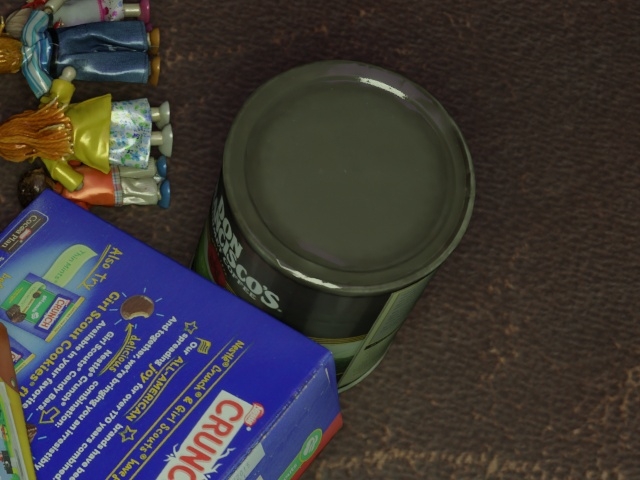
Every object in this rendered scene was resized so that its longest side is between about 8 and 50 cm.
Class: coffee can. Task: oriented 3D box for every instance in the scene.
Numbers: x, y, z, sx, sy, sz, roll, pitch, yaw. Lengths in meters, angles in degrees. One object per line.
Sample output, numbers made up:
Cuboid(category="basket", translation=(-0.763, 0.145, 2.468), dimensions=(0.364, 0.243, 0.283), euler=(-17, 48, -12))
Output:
Cuboid(category="coffee can", translation=(0.000, 0.000, 1.510), dimensions=(0.202, 0.275, 0.201), euler=(4, 66, -9))

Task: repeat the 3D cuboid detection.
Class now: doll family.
Cuboid(category="doll family", translation=(-0.225, -0.141, 1.612), dimensions=(0.163, 0.118, 0.263), euler=(-3, 68, -13))

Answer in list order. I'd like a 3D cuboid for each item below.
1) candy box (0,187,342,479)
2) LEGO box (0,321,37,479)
Cuboid(category="candy box", translation=(-0.184, 0.142, 1.444), dimensions=(0.317, 0.122, 0.268), euler=(29, 63, 28))
Cuboid(category="LEGO box", translation=(-0.376, 0.330, 1.249), dimensions=(0.373, 0.193, 0.500), euler=(-21, 69, 16))
